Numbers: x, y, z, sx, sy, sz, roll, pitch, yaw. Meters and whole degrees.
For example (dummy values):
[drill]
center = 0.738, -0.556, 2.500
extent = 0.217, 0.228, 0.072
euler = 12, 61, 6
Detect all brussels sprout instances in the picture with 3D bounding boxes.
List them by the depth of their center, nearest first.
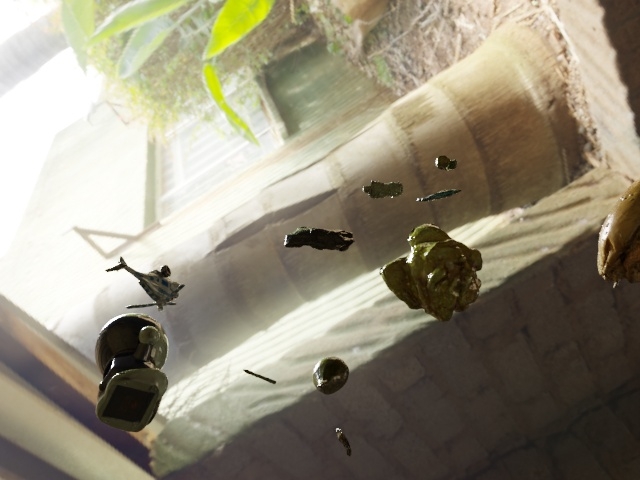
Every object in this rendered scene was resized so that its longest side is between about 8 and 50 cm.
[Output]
[brussels sprout]
center = 0.412, -0.248, 1.828
extent = 0.051, 0.046, 0.083
euler = 27, -176, -36

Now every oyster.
[oyster]
center = 0.066, 0.563, 1.561
extent = 0.083, 0.019, 0.054
euler = 64, 163, -9

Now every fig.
[fig]
center = 0.022, 0.467, 1.979
extent = 0.185, 0.133, 0.126
euler = 41, -158, -58

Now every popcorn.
[popcorn]
center = 0.367, 0.127, 1.870
extent = 0.290, 0.326, 0.321
euler = -110, 27, -70

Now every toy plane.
[toy plane]
center = -0.479, 0.111, 1.535
extent = 0.273, 0.182, 0.107
euler = 30, -140, -44

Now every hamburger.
[hamburger]
center = 0.853, -0.025, 1.490
extent = 0.170, 0.314, 0.290
euler = 34, 159, 34

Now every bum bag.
[bum bag]
center = 0.000, 0.000, 1.511
extent = 0.087, 0.198, 0.049
euler = -60, -34, -44

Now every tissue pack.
[tissue pack]
center = 0.421, -0.162, 2.005
extent = 0.085, 0.138, 0.028
euler = 155, 100, -70

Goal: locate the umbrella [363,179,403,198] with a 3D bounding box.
[umbrella]
center = 0.219, -0.179, 1.982
extent = 0.062, 0.143, 0.067
euler = -55, -38, -53

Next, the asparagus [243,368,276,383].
[asparagus]
center = -0.191, 0.425, 1.761
extent = 0.114, 0.015, 0.014
euler = 27, -125, -18

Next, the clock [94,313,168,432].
[clock]
center = -0.381, 0.250, 1.144
extent = 0.146, 0.199, 0.243
euler = 17, -160, -26
